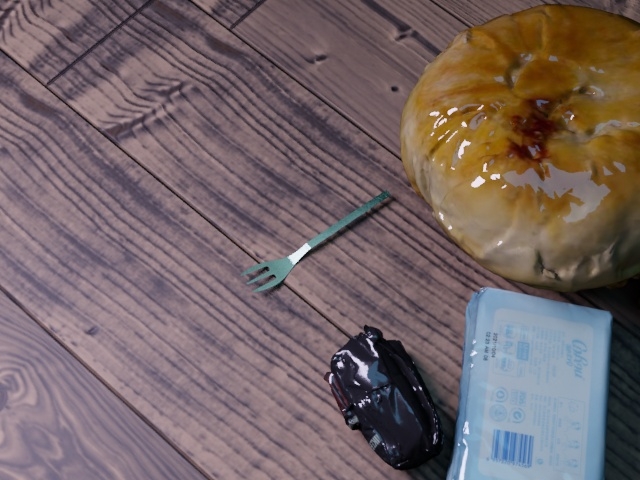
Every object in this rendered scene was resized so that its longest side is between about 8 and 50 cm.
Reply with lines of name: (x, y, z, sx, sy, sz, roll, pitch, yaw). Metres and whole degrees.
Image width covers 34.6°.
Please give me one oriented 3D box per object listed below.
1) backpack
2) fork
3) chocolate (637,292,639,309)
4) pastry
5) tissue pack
backpack: (0.075, 0.193, 1.217, 0.106, 0.120, 0.165, -29, 67, 7)
fork: (0.000, 0.001, 1.358, 0.235, 0.021, 0.039, -32, 74, -19)
chocolate: (0.513, 0.080, 1.307, 0.214, 0.093, 0.148, 36, 66, 13)
pastry: (0.297, -0.111, 1.294, 0.409, 0.245, 0.409, -2, 54, 3)
tissue pack: (0.252, 0.200, 1.237, 0.177, 0.089, 0.263, 11, 61, 1)
